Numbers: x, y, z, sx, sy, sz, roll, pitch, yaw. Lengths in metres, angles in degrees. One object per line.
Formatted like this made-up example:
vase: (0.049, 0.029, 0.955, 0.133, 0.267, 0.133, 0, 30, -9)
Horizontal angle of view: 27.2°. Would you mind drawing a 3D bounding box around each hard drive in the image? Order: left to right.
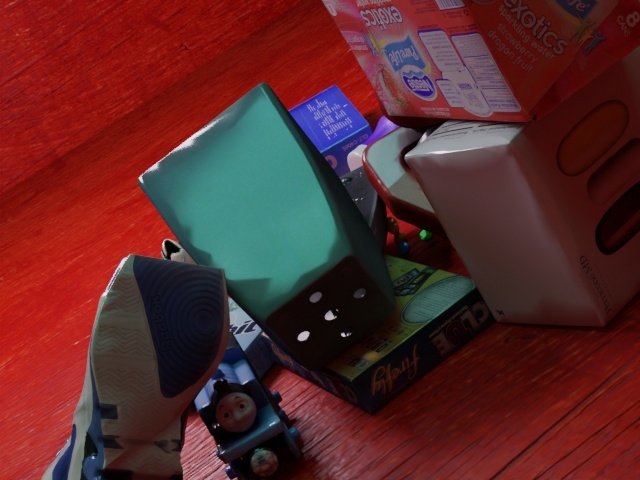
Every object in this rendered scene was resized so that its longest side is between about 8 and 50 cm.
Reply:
hard drive: (0.000, 0.000, 1.502, 0.172, 0.054, 0.254, -27, 17, 14)

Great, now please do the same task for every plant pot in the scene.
plant pot: (-0.035, 0.001, 1.300, 0.166, 0.165, 0.234, -38, 46, 2)

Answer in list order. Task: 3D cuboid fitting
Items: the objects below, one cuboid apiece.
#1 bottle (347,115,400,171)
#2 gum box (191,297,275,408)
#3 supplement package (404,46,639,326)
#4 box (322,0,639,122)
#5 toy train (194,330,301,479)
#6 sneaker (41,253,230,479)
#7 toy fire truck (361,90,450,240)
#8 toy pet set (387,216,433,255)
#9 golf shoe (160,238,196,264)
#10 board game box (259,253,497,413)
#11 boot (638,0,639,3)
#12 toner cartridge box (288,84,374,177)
bottle: (0.161, -0.167, 1.773, 0.283, 0.092, 0.118, -37, 20, -20)
gum box: (-0.107, 0.121, 1.502, 0.157, 0.041, 0.184, -16, 22, 38)
supplement package: (0.228, -0.058, 1.206, 0.203, 0.194, 0.149, -40, 19, -27)
box: (0.136, -0.206, 1.186, 0.142, 0.154, 0.300, -35, 16, -13)
toy train: (-0.079, 0.159, 1.250, 0.080, 0.105, 0.184, -31, 18, -3)
sneaker: (-0.185, 0.173, 1.190, 0.182, 0.127, 0.315, -21, 59, 58)
toy fire truck: (0.209, -0.107, 1.418, 0.302, 0.169, 0.254, -30, 47, -4)
toy pet set: (0.137, -0.040, 1.562, 0.122, 0.065, 0.114, -30, 52, 9)
golf shoe: (-0.186, 0.027, 1.812, 0.069, 0.086, 0.176, -35, 17, -10)
board game box: (0.054, 0.086, 1.342, 0.165, 0.042, 0.243, -35, 18, -15)
boot: (0.446, -0.264, 1.592, 0.280, 0.096, 0.264, 28, 85, 46)
toner cartridge box: (-0.007, -0.139, 1.993, 0.165, 0.075, 0.348, -31, 17, 2)
